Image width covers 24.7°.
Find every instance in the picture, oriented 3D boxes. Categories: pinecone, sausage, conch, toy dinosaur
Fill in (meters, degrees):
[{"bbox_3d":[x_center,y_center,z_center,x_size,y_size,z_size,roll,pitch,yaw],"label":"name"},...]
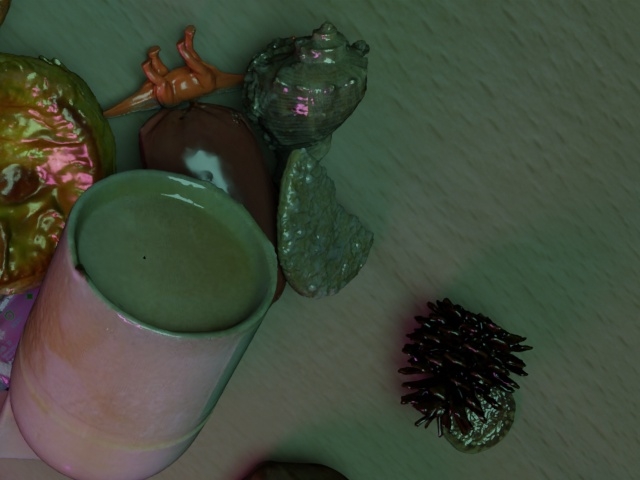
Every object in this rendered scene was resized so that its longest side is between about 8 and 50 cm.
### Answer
[{"bbox_3d":[0.172,0.169,1.857,0.163,0.163,0.165,28,88,-19],"label":"pinecone"},{"bbox_3d":[-0.124,-0.031,1.742,0.152,0.152,0.279,-20,103,-14],"label":"sausage"},{"bbox_3d":[-0.013,-0.163,1.756,0.178,0.163,0.245,-23,137,-40],"label":"conch"},{"bbox_3d":[-0.151,-0.205,1.762,0.280,0.055,0.101,-25,124,-13],"label":"toy dinosaur"}]

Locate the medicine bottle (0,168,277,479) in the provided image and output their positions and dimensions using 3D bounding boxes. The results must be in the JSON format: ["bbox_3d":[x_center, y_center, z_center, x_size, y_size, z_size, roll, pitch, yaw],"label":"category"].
[{"bbox_3d":[-0.223,0.136,1.652,0.236,0.235,0.406,12,136,-19],"label":"medicine bottle"}]

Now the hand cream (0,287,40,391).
[{"bbox_3d":[-0.312,0.061,1.755,0.275,0.050,0.079,-44,82,-2],"label":"hand cream"}]

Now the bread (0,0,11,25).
[{"bbox_3d":[-0.470,-0.304,1.600,0.274,0.149,0.274,-4,104,-15],"label":"bread"}]

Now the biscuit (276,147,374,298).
[{"bbox_3d":[-0.002,0.001,1.758,0.133,0.032,0.250,-68,151,-19],"label":"biscuit"}]

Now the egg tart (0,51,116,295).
[{"bbox_3d":[-0.374,-0.077,1.660,0.295,0.116,0.294,-9,109,-27],"label":"egg tart"}]

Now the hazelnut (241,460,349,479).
[{"bbox_3d":[-0.034,0.380,1.807,0.210,0.186,0.210,-3,115,-7],"label":"hazelnut"}]

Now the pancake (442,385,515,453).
[{"bbox_3d":[0.209,0.229,1.952,0.115,0.011,0.115,-2,98,-17],"label":"pancake"}]
